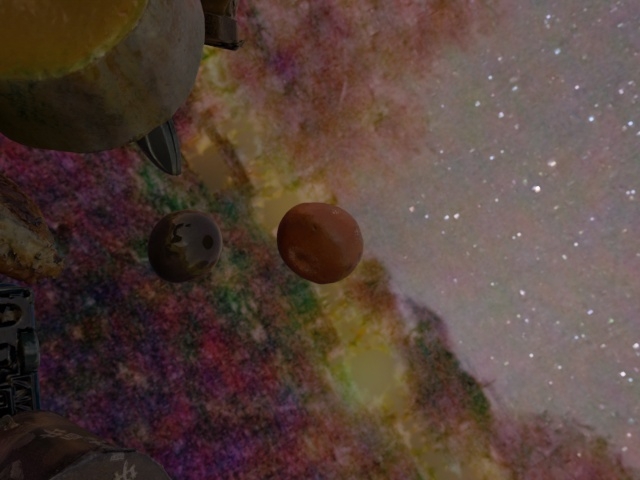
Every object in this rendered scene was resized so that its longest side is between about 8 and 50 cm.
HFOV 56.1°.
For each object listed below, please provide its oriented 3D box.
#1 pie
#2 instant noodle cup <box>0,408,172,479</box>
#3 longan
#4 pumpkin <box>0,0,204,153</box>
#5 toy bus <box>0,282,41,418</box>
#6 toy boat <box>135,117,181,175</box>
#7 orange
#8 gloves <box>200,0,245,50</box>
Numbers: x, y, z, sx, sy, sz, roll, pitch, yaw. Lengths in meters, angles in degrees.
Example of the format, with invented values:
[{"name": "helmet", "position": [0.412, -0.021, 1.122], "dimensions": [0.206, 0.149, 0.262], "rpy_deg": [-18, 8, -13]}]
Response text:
[{"name": "pie", "position": [-0.467, -0.054, 0.800], "dimensions": [0.308, 0.085, 0.308], "rpy_deg": [40, -7, 6]}, {"name": "instant noodle cup", "position": [-0.317, 0.317, 0.716], "dimensions": [0.207, 0.217, 0.217], "rpy_deg": [11, -38, 42]}, {"name": "longan", "position": [-0.352, 0.013, 1.561], "dimensions": [0.212, 0.198, 0.198], "rpy_deg": [-23, 80, -49]}, {"name": "pumpkin", "position": [-0.321, -0.282, 0.710], "dimensions": [0.332, 0.332, 0.199], "rpy_deg": [59, -1, 6]}, {"name": "toy bus", "position": [-0.514, 0.227, 0.923], "dimensions": [0.190, 0.151, 0.313], "rpy_deg": [-3, -88, 57]}, {"name": "toy boat", "position": [-0.363, -0.277, 1.243], "dimensions": [0.141, 0.092, 0.320], "rpy_deg": [-29, -95, 51]}, {"name": "orange", "position": [0.000, 0.000, 1.503], "dimensions": [0.224, 0.170, 0.224], "rpy_deg": [19, -48, 21]}, {"name": "gloves", "position": [-0.181, -0.553, 1.206], "dimensions": [0.141, 0.331, 0.154], "rpy_deg": [32, 25, 32]}]
